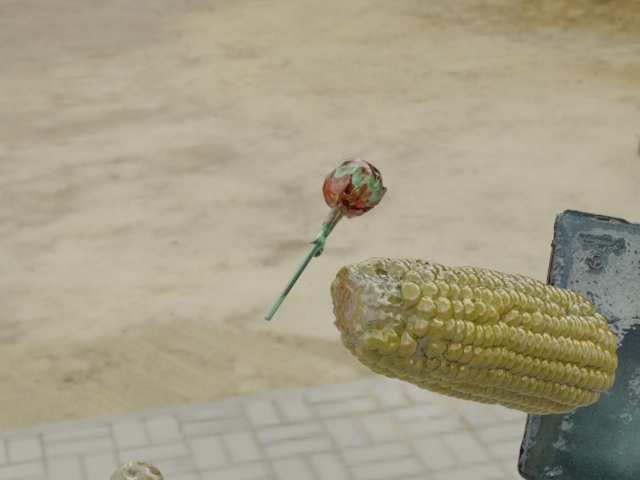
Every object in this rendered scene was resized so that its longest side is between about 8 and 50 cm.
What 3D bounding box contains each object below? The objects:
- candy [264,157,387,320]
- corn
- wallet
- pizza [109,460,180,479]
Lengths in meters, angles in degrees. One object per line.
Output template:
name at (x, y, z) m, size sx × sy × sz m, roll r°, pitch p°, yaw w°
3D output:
candy at (0.001, 0.001, 1.739) m, size 0.084 × 0.078 × 0.287 m, roll 18°, pitch 64°, yaw 31°
corn at (0.152, 0.089, 1.107) m, size 0.347 × 0.130 × 0.130 m, roll 14°, pitch 4°, yaw -40°
wallet at (0.388, 0.155, 1.655) m, size 0.191 × 0.379 × 0.046 m, roll 9°, pitch -1°, yaw 0°
pizza at (-0.110, 0.395, 1.423) m, size 0.114 × 0.409 × 0.278 m, roll -50°, pitch 31°, yaw -12°
